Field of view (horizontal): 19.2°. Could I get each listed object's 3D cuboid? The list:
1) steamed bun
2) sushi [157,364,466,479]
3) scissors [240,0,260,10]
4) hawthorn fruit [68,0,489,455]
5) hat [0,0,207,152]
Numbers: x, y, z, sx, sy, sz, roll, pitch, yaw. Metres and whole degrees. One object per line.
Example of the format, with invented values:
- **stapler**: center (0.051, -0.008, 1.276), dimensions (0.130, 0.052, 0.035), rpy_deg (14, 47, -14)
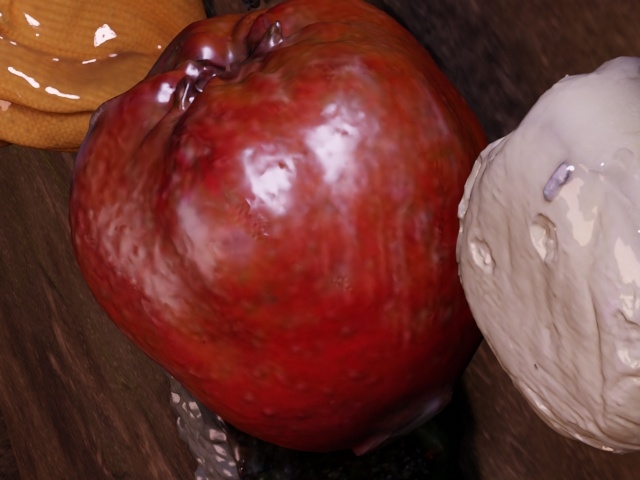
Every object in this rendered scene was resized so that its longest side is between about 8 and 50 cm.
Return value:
- **steamed bun**: center (0.106, 0.008, 0.598), dimensions (0.112, 0.091, 0.130), rpy_deg (56, 156, 29)
- **sushi**: center (0.001, 0.112, 0.987), dimensions (0.124, 0.127, 0.225), rpy_deg (43, 157, 55)
- **scissors**: center (-0.047, -0.152, 0.883), dimensions (0.109, 0.022, 0.300), rpy_deg (55, 177, 9)
- **hawthorn fruit**: center (0.000, 0.000, 0.814), dimensions (0.202, 0.185, 0.185), rpy_deg (58, 169, -22)
- **hat**: center (-0.139, -0.121, 1.189), dimensions (0.233, 0.233, 0.244), rpy_deg (46, 180, -13)
